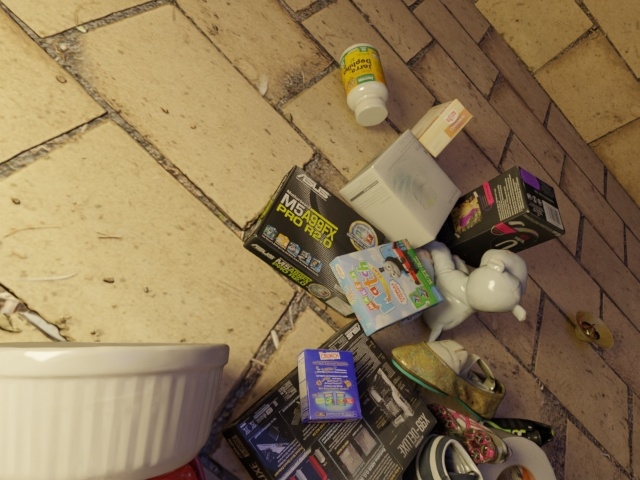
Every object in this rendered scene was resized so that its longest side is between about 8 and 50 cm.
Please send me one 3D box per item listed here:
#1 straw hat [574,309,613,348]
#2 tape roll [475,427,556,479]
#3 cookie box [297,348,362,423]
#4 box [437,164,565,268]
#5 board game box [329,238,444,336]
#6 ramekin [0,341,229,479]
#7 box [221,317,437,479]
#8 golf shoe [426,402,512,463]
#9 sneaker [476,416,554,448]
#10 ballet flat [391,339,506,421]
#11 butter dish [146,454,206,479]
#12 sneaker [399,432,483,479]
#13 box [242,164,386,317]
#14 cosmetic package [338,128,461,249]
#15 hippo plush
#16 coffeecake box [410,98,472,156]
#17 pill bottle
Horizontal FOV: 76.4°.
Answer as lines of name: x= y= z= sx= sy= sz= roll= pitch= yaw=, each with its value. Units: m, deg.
straw hat: x=0.889 y=0.306 z=1.356 sx=0.144 sy=0.061 sz=0.144 roll=14 pitch=48 yaw=-16
tape roll: x=0.370 y=0.504 z=0.825 sx=0.219 sy=0.072 sz=0.219 roll=3 pitch=80 yaw=-18
cookie box: x=0.013 y=0.234 z=0.655 sx=0.092 sy=0.040 sz=0.107 roll=10 pitch=54 yaw=-24
box: x=0.465 y=-0.050 z=1.085 sx=0.165 sy=0.270 sz=0.143 roll=20 pitch=57 yaw=-27
board game box: x=0.140 y=0.087 z=0.837 sx=0.211 sy=0.039 sz=0.160 roll=-13 pitch=66 yaw=-37
ramekin: x=-0.245 y=0.183 z=0.468 sx=0.273 sy=0.273 sz=0.127 roll=9 pitch=75 yaw=-33
box: x=0.031 y=0.315 z=0.692 sx=0.307 sy=0.076 sz=0.242 roll=-32 pitch=79 yaw=-41
golf shoe: x=0.284 y=0.385 z=0.806 sx=0.086 sy=0.186 sz=0.067 roll=23 pitch=85 yaw=-28
sneaker: x=0.455 y=0.448 z=0.943 sx=0.235 sy=0.097 sz=0.084 roll=7 pitch=63 yaw=-33
ballet flat: x=0.283 y=0.276 z=0.859 sx=0.348 sy=0.123 sz=0.123 roll=37 pitch=50 yaw=-30
butter dish: x=-0.199 y=0.352 z=0.502 sx=0.160 sy=0.118 sz=0.160 roll=-12 pitch=75 yaw=-38
sneaker: x=0.207 y=0.484 z=0.707 sx=0.099 sy=0.153 sz=0.282 roll=15 pitch=59 yaw=-30
box: x=0.000 y=0.000 z=0.863 sx=0.270 sy=0.060 sz=0.216 roll=37 pitch=51 yaw=-15
cosmetic package: x=0.207 y=-0.120 z=1.024 sx=0.224 sy=0.138 sz=0.224 roll=49 pitch=49 yaw=-8
hippo plush: x=0.334 y=0.091 z=0.942 sx=0.294 sy=0.236 sz=0.234 roll=-32 pitch=88 yaw=-42
coffeecake box: x=0.314 y=-0.306 z=1.132 sx=0.068 sy=0.142 sz=0.185 roll=41 pitch=5 yaw=-11
pill bottle: x=0.123 y=-0.428 z=1.130 sx=0.117 sy=0.117 sz=0.208 roll=6 pitch=65 yaw=-34
